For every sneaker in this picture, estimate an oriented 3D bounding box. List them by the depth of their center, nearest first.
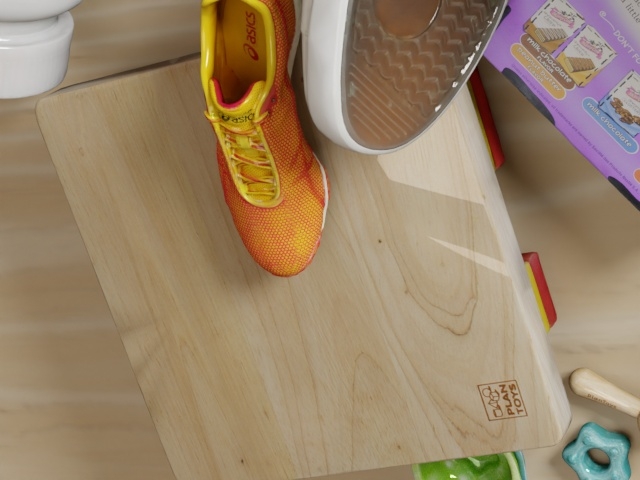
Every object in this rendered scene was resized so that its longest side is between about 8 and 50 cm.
[{"bbox_3d":[0.032,-0.185,0.969,0.123,0.106,0.290,8,84,50],"label":"sneaker"},{"bbox_3d":[-0.038,-0.059,1.008,0.064,0.067,0.175,-1,113,24],"label":"sneaker"}]

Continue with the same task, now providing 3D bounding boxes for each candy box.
[{"bbox_3d":[0.200,-0.113,0.959,0.165,0.070,0.196,46,133,1],"label":"candy box"}]

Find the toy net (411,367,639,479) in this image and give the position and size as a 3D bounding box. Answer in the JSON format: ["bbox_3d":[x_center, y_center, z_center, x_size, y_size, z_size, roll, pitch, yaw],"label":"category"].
[{"bbox_3d":[0.172,0.130,1.111,0.232,0.045,0.122,-19,102,30],"label":"toy net"}]

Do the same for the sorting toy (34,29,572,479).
[{"bbox_3d":[0.000,0.000,1.109,0.256,0.089,0.257,-11,107,29],"label":"sorting toy"}]

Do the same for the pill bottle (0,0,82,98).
[{"bbox_3d":[-0.180,-0.200,1.087,0.121,0.121,0.221,21,119,16],"label":"pill bottle"}]
